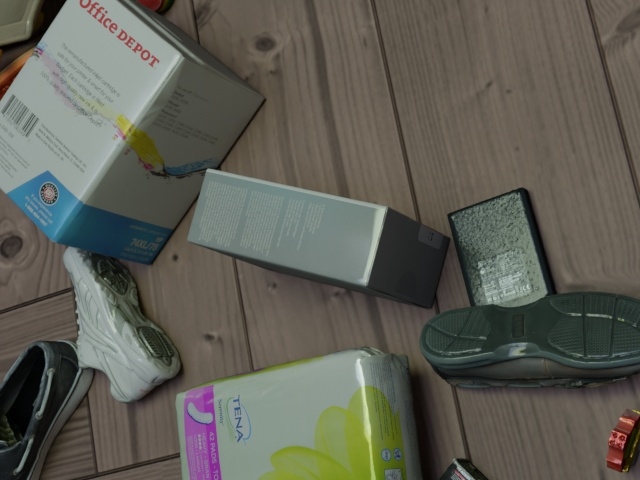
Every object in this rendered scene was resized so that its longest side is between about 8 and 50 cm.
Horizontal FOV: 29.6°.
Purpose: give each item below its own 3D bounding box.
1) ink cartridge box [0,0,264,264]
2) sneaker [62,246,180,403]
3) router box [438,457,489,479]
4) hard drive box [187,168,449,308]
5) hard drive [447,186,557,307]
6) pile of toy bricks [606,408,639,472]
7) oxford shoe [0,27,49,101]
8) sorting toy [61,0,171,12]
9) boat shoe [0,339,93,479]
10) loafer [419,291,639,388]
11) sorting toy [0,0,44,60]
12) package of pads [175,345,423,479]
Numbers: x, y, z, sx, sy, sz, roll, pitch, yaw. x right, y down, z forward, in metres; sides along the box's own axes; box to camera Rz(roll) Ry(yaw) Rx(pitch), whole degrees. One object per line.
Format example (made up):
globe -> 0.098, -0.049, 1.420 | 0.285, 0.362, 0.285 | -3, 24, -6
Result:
ink cartridge box -> -0.251, -0.144, 1.507 | 0.198, 0.197, 0.270 | 41, 101, 28
sneaker -> -0.280, 0.108, 1.541 | 0.115, 0.090, 0.232 | -43, 64, 18
router box -> 0.164, 0.307, 1.299 | 0.122, 0.038, 0.092 | 43, 102, 26
hard drive box -> 0.000, 0.000, 1.360 | 0.232, 0.181, 0.089 | 14, 86, 28
hard drive -> 0.200, 0.019, 1.341 | 0.094, 0.022, 0.135 | -20, 72, 24
pile of toy bricks -> 0.309, 0.281, 1.190 | 0.118, 0.105, 0.212 | 18, 90, 29
oxford shoe -> -0.406, -0.242, 1.650 | 0.363, 0.130, 0.133 | -27, 62, 20
sorting toy -> -0.322, -0.388, 1.651 | 0.274, 0.046, 0.132 | 13, 106, 30
boat shoe -> -0.406, 0.261, 1.568 | 0.108, 0.102, 0.301 | 37, 98, 28
loafer -> 0.242, 0.114, 1.284 | 0.267, 0.084, 0.096 | -3, 48, 23
sorting toy -> -0.406, -0.322, 1.606 | 0.196, 0.047, 0.348 | -7, 60, 40
package of pads -> -0.025, 0.250, 1.353 | 0.296, 0.101, 0.229 | -16, 74, 35
